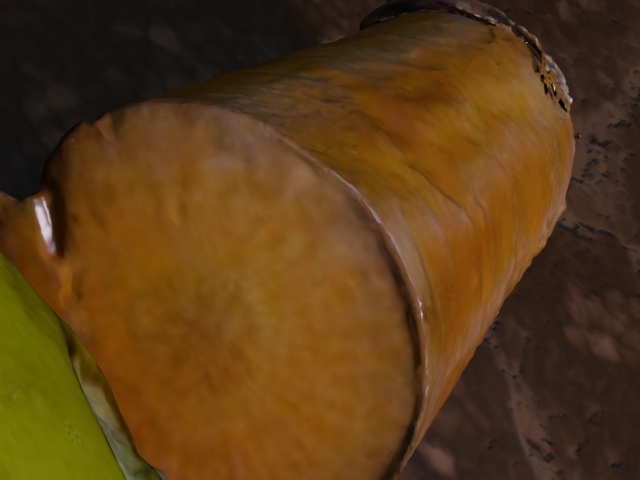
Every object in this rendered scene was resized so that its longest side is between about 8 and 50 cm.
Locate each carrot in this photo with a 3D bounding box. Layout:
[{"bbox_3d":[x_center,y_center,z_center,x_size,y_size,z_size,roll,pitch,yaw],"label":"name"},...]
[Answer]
[{"bbox_3d":[0.000,0.000,0.859,0.196,0.196,0.254,49,31,3],"label":"carrot"}]

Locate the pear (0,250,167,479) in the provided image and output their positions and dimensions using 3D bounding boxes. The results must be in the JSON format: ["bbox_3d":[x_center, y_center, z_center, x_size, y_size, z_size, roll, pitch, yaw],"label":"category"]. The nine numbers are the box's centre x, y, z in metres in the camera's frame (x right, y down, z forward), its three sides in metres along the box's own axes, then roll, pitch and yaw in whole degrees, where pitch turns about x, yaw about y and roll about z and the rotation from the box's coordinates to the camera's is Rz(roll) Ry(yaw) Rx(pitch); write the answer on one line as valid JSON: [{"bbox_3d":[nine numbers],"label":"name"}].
[{"bbox_3d":[-0.190,0.084,0.480,0.321,0.269,0.269,4,56,-22],"label":"pear"}]
